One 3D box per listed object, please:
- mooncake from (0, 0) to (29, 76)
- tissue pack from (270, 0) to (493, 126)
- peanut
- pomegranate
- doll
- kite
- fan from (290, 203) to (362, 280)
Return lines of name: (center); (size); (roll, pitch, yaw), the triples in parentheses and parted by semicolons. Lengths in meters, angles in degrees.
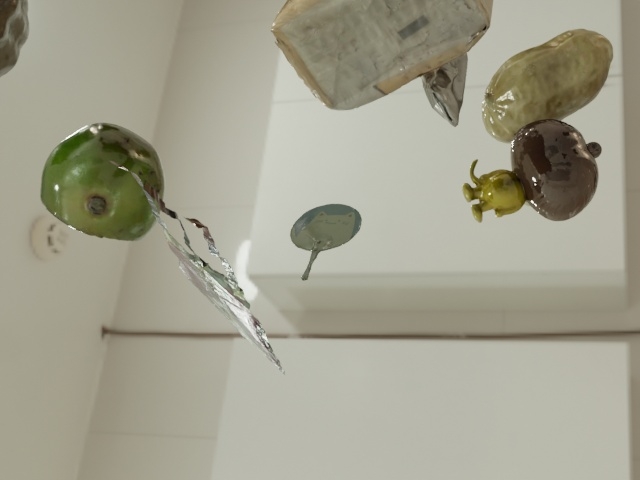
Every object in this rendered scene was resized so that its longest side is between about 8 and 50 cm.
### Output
mooncake: (-0.636, -0.389, 1.453); (0.187, 0.324, 0.323); (136, 140, -69)
tissue pack: (0.107, -0.269, 1.083); (0.305, 0.239, 0.238); (-71, -27, -58)
peanut: (0.347, -0.243, 1.407); (0.129, 0.224, 0.129); (53, -170, -13)
pomegranate: (-0.322, -0.101, 1.460); (0.241, 0.190, 0.159); (7, -68, -57)
doll: (0.288, -0.094, 1.242); (0.096, 0.188, 0.145); (55, -144, -63)
kite: (-0.129, 0.034, 1.027); (0.022, 0.204, 0.360); (-43, -25, -13)
fan: (0.000, 0.000, 1.375); (0.175, 0.113, 0.005); (-67, -31, -44)
